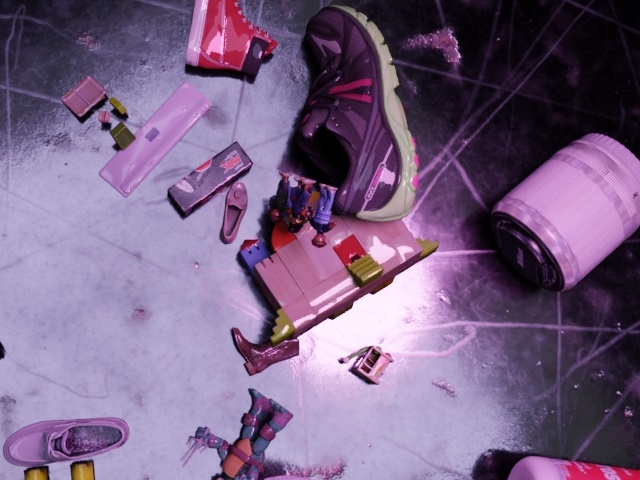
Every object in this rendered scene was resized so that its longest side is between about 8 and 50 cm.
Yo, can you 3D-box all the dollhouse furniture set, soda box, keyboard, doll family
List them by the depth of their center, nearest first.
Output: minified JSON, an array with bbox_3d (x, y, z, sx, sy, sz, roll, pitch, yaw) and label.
[{"bbox_3d":[-0.031,-0.055,1.832,0.076,0.193,0.111,12,96,-23],"label":"doll family"},{"bbox_3d":[-0.423,-0.246,1.976,0.152,0.058,0.076,41,81,20],"label":"dollhouse furniture set"},{"bbox_3d":[-0.215,-0.120,1.978,0.169,0.053,0.060,-37,89,-13],"label":"soda box"},{"bbox_3d":[-0.322,-0.201,1.995,0.072,0.014,0.256,40,78,3],"label":"keyboard"}]

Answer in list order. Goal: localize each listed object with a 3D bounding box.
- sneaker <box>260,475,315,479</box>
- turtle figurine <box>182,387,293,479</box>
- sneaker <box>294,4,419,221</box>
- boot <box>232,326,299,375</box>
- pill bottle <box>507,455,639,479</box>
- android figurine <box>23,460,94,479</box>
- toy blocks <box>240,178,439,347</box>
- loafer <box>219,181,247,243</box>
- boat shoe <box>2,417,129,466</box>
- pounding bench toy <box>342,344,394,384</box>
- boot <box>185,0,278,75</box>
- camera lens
[{"bbox_3d":[-0.112,0.550,1.802,0.366,0.210,0.137,-27,45,9],"label":"sneaker"},{"bbox_3d":[-0.153,0.396,1.889,0.175,0.118,0.234,24,73,36],"label":"turtle figurine"},{"bbox_3d":[0.042,-0.253,1.920,0.202,0.185,0.482,-9,60,-11],"label":"sneaker"},{"bbox_3d":[-0.103,0.193,1.961,0.114,0.037,0.106,-25,100,-9],"label":"boot"},{"bbox_3d":[0.566,0.545,1.924,0.408,0.229,0.229,9,81,-8],"label":"pill bottle"},{"bbox_3d":[-0.465,0.544,1.845,0.248,0.056,0.272,-4,81,-10],"label":"android figurine"},{"bbox_3d":[0.000,0.000,1.953,0.381,0.191,0.261,-31,76,-13],"label":"toy blocks"},{"bbox_3d":[-0.167,-0.057,1.984,0.045,0.039,0.125,13,80,-7],"label":"loafer"},{"bbox_3d":[-0.465,0.363,1.855,0.228,0.081,0.079,-8,83,-11],"label":"boat shoe"},{"bbox_3d":[0.092,0.231,1.980,0.083,0.052,0.065,35,78,-3],"label":"pounding bench toy"},{"bbox_3d":[-0.164,-0.454,2.020,0.176,0.088,0.244,8,89,-9],"label":"boot"},{"bbox_3d":[0.489,-0.052,1.999,0.274,0.219,0.219,-39,90,-12],"label":"camera lens"}]
